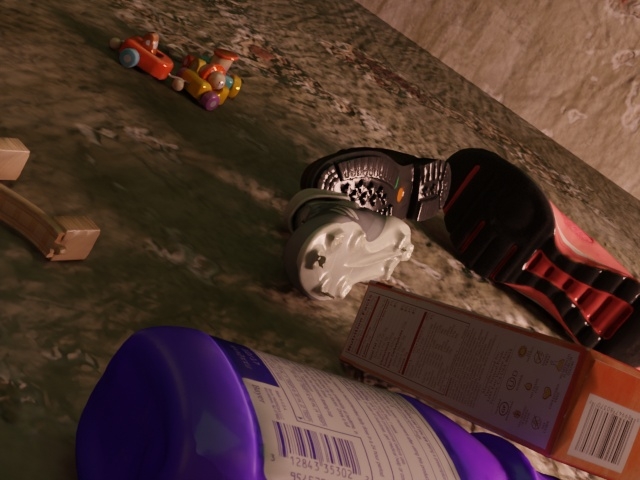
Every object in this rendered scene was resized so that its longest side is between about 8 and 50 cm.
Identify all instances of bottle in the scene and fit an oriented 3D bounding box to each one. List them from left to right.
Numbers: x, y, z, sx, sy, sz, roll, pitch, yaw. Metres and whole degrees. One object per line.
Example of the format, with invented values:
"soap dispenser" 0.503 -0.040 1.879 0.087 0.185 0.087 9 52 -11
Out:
"bottle" 0.026 0.125 0.504 0.282 0.092 0.118 21 20 -34

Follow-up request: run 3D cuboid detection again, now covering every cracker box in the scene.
"cracker box" 0.137 0.097 0.672 0.155 0.067 0.232 23 -3 -28

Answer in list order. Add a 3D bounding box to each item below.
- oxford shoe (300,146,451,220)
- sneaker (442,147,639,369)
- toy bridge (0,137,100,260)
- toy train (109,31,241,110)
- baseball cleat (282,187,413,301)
"oxford shoe" 0.038 -0.055 1.036 0.096 0.083 0.227 18 10 31
"sneaker" 0.252 0.024 1.164 0.314 0.116 0.136 45 10 10
"toy bridge" -0.214 -0.051 0.649 0.188 0.026 0.063 43 23 25
"toy train" -0.142 -0.193 1.098 0.125 0.046 0.166 35 19 3
"baseball cleat" 0.000 0.000 0.846 0.109 0.072 0.206 26 10 23
